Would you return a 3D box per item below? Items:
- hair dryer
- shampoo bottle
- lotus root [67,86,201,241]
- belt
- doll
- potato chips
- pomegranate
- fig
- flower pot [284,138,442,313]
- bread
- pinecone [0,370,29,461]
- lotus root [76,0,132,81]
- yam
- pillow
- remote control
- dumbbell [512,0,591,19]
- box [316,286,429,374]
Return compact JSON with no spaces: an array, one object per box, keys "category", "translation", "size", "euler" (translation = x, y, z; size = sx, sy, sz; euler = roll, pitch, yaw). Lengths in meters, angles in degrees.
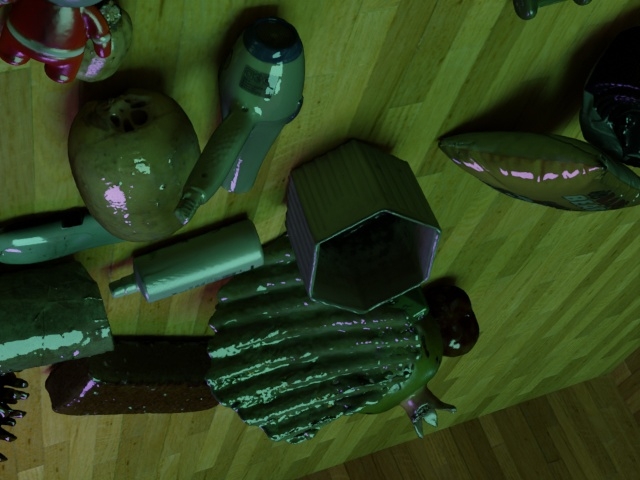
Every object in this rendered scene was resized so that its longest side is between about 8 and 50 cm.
[{"category":"hair dryer","translation":[-0.118,-0.115,1.375],"size":[0.296,0.119,0.298],"euler":[105,11,-72]},{"category":"shampoo bottle","translation":[-0.229,0.042,1.758],"size":[0.262,0.085,0.085],"euler":[-19,156,-10]},{"category":"lotus root","translation":[-0.240,-0.082,1.406],"size":[0.169,0.151,0.342],"euler":[-21,156,-10]},{"category":"belt","translation":[0.535,-0.222,1.750],"size":[0.164,0.184,0.289],"euler":[-63,162,-13]},{"category":"doll","translation":[-0.273,-0.260,1.082],"size":[0.142,0.076,0.245],"euler":[18,140,-15]},{"category":"potato chips","translation":[-0.027,0.187,1.919],"size":[0.389,0.373,0.097],"euler":[-38,-171,14]},{"category":"pomegranate","translation":[0.143,0.287,2.321],"size":[0.291,0.323,0.291],"euler":[-17,161,-6]},{"category":"fig","translation":[0.286,0.202,2.512],"size":[0.145,0.170,0.274],"euler":[-20,176,-19]},{"category":"flower pot","translation":[0.064,-0.022,1.706],"size":[0.239,0.189,0.209],"euler":[-29,137,7]},{"category":"bread","translation":[-0.345,0.277,2.110],"size":[0.165,0.113,0.416],"euler":[-40,150,30]},{"category":"pinecone","translation":[-0.602,0.262,1.703],"size":[0.264,0.264,0.264],"euler":[-20,156,-9]},{"category":"lotus root","translation":[-0.254,-0.229,1.198],"size":[0.072,0.063,0.152],"euler":[0,152,-25]},{"category":"yam","translation":[-0.461,0.122,1.618],"size":[0.268,0.161,0.161],"euler":[-10,153,-28]},{"category":"pillow","translation":[0.405,-0.122,1.829],"size":[0.312,0.119,0.310],"euler":[12,176,35]},{"category":"remote control","translation":[-0.376,-0.006,1.571],"size":[0.256,0.045,0.097],"euler":[-13,154,-30]},{"category":"dumbbell","translation":[0.335,-0.353,1.494],"size":[0.118,0.052,0.046],"euler":[-17,-165,-16]},{"category":"box","translation":[0.043,0.131,2.079],"size":[0.329,0.178,0.253],"euler":[-31,157,16]}]
